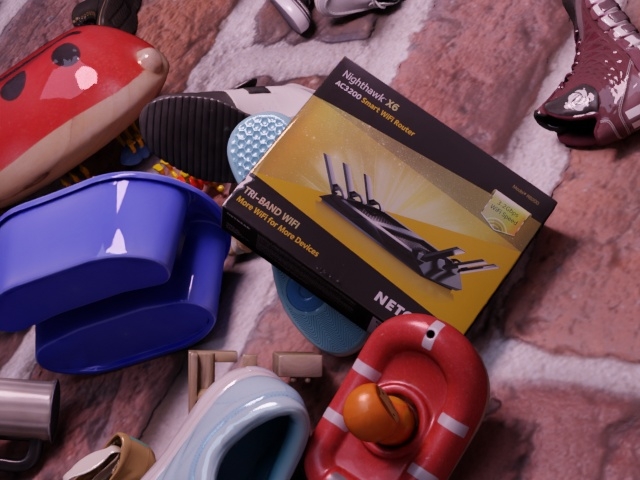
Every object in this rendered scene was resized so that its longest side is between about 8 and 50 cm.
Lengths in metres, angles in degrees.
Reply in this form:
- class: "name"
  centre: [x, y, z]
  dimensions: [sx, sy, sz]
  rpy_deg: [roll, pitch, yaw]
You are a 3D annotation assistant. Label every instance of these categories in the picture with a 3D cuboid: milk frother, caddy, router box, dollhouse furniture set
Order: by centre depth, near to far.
- class: "router box"
  centre: [0.078, -0.029, 1.556]
  dimensions: [0.309, 0.081, 0.243]
  rpy_deg: [35, 71, 7]
- class: "dollhouse furniture set"
  centre: [-0.080, 0.193, 1.582]
  dimensions: [0.151, 0.144, 0.123]
  rpy_deg: [1, 88, -6]
- class: "caddy"
  centre: [-0.282, 0.033, 1.773]
  dimensions: [0.341, 0.241, 0.179]
  rpy_deg: [-18, 49, 21]
- class: "milk frother"
  centre: [-0.416, 0.233, 1.791]
  dimensions: [0.135, 0.129, 0.143]
  rpy_deg: [6, 13, -3]

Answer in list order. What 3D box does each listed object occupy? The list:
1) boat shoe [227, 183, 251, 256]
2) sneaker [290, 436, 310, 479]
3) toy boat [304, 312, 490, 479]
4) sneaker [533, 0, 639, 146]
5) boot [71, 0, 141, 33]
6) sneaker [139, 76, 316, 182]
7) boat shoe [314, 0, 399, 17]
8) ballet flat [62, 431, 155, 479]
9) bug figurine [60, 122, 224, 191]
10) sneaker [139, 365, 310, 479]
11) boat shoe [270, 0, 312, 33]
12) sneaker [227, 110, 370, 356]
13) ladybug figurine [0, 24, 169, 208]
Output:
- class: "boat shoe"
  centre: [-0.108, -0.058, 1.877]
  dimensions: [0.072, 0.068, 0.190]
  rpy_deg: [-31, 35, 32]
- class: "sneaker"
  centre: [-0.046, 0.259, 1.520]
  dimensions: [0.089, 0.051, 0.170]
  rpy_deg: [-31, 42, 2]
- class: "toy boat"
  centre: [0.070, 0.182, 1.387]
  dimensions: [0.151, 0.151, 0.231]
  rpy_deg: [29, 87, 25]
- class: "sneaker"
  centre: [0.323, -0.218, 1.687]
  dimensions: [0.162, 0.106, 0.281]
  rpy_deg: [-33, 40, 9]
- class: "boot"
  centre: [-0.401, -0.395, 2.426]
  dimensions: [0.137, 0.077, 0.198]
  rpy_deg: [-24, 27, 22]
- class: "sneaker"
  centre: [-0.082, -0.156, 1.847]
  dimensions: [0.331, 0.122, 0.146]
  rpy_deg: [6, 28, -7]
- class: "boat shoe"
  centre: [0.097, -0.397, 2.047]
  dimensions: [0.228, 0.079, 0.081]
  rpy_deg: [-24, 36, 9]
- class: "ballet flat"
  centre: [-0.306, 0.318, 1.634]
  dimensions: [0.232, 0.073, 0.080]
  rpy_deg: [-42, 39, -7]
- class: "bug figurine"
  centre: [-0.270, -0.088, 2.012]
  dimensions: [0.216, 0.072, 0.279]
  rpy_deg: [-36, 33, -10]
- class: "sneaker"
  centre: [-0.132, 0.302, 1.411]
  dimensions: [0.366, 0.135, 0.150]
  rpy_deg: [-63, 22, -7]
- class: "boat shoe"
  centre: [-0.048, -0.408, 2.174]
  dimensions: [0.076, 0.080, 0.228]
  rpy_deg: [-36, 31, 3]
- class: "sneaker"
  centre: [0.000, 0.000, 1.702]
  dimensions: [0.127, 0.208, 0.319]
  rpy_deg: [-22, 77, 8]
- class: "ladybug figurine"
  centre: [-0.430, -0.203, 2.109]
  dimensions: [0.449, 0.162, 0.305]
  rpy_deg: [-28, 21, 26]
